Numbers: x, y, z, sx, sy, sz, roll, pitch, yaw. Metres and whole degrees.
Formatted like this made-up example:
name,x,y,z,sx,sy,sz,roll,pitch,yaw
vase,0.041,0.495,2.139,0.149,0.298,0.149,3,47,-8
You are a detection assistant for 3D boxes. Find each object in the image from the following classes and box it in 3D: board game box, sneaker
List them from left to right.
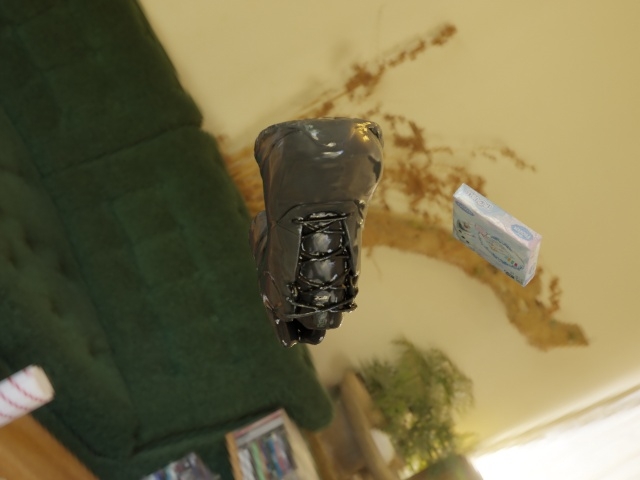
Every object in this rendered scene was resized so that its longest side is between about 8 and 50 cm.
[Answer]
name,x,y,z,sx,sy,sz,roll,pitch,yaw
sneaker,0.000,0.000,0.838,0.286,0.109,0.130,99,-15,-64
board game box,0.166,-0.004,0.967,0.090,0.020,0.090,37,-15,21
